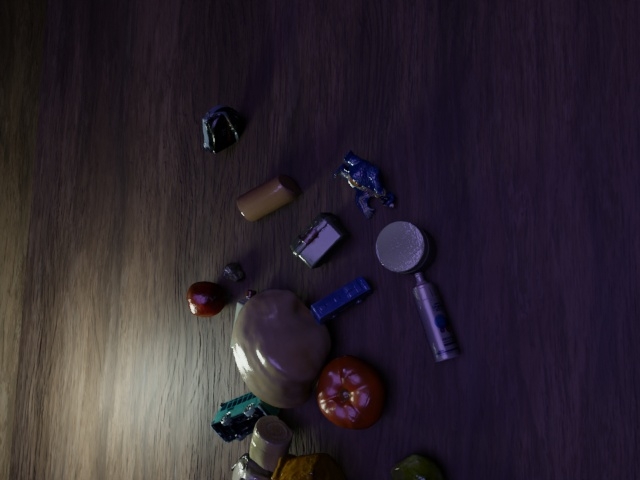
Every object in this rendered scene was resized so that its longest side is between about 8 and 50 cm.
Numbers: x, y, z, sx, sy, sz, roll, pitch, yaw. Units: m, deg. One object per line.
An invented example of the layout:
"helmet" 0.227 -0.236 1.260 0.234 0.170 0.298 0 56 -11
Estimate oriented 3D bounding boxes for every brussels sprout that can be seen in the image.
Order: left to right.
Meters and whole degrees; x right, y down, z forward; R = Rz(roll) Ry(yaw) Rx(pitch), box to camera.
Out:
"brussels sprout" 0.322 0.800 1.648 0.180 0.144 0.161 -30 91 45

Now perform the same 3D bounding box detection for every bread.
"bread" -0.184 0.743 1.823 0.148 0.134 0.141 35 120 44
"bread" -0.029 0.922 1.700 0.215 0.398 0.398 -24 74 17

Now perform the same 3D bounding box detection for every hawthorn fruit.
"hawthorn fruit" -0.469 0.247 2.126 0.194 0.157 0.157 -9 80 8

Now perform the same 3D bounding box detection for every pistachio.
"pistachio" -0.142 0.393 1.857 0.365 0.281 0.445 -18 77 -1

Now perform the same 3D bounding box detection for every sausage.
"sausage" -0.212 -0.179 2.047 0.253 0.123 0.123 -26 73 22

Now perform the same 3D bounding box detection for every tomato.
"tomato" 0.114 0.533 1.763 0.260 0.180 0.260 -3 82 25

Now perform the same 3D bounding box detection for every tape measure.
"tape measure" -0.425 -0.491 2.160 0.107 0.181 0.182 31 135 30

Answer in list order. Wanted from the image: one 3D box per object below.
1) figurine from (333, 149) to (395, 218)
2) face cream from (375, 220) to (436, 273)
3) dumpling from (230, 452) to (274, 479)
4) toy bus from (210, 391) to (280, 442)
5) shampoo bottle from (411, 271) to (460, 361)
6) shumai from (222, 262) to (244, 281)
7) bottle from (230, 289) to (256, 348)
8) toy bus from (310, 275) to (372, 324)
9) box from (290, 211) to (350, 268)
"figurine" 0.178 -0.218 1.857 0.262 0.121 0.164 51 135 0
"face cream" 0.300 0.029 1.739 0.177 0.153 0.177 -4 80 27
"dumpling" -0.232 0.884 1.885 0.204 0.293 0.163 -3 65 -17
"toy bus" -0.292 0.688 1.972 0.256 0.147 0.128 -27 110 23
"shampoo bottle" 0.384 0.255 1.704 0.092 0.092 0.303 -22 74 24
"shumai" -0.364 0.142 2.112 0.080 0.083 0.082 30 138 46
"bottle" -0.301 0.324 2.047 0.104 0.104 0.245 8 89 28
"toy bus" 0.079 0.217 1.816 0.236 0.094 0.079 -30 75 -11
"box" 0.000 0.000 1.906 0.129 0.148 0.210 46 105 12
